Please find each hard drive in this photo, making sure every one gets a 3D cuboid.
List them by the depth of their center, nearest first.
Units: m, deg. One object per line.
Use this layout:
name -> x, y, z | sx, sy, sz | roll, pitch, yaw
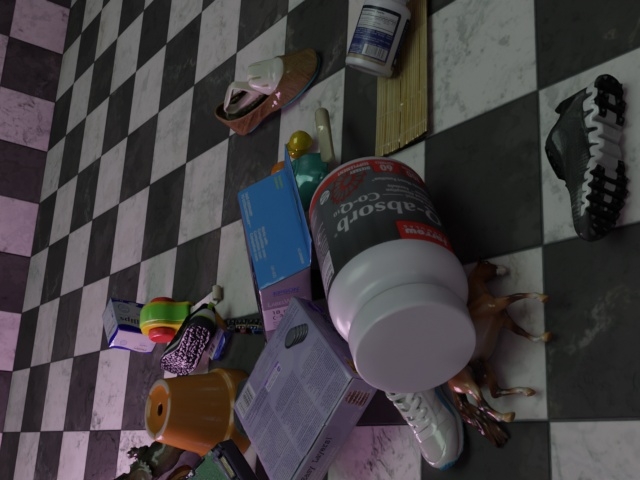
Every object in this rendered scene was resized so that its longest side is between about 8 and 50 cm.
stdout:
hard drive -> -0.222, 0.595, 1.571 | 0.237, 0.064, 0.339 | 51, 120, 24

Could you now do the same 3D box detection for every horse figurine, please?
horse figurine -> 0.246, 0.160, 1.133 | 0.174, 0.066, 0.263 | 15, 90, 54

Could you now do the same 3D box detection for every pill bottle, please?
pill bottle -> 0.106, 0.044, 1.192 | 0.210, 0.210, 0.363 | -56, 27, 27
pill bottle -> 0.115, -0.401, 1.466 | 0.094, 0.094, 0.169 | 27, 100, 55

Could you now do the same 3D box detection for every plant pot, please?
plant pot -> -0.270, 0.373, 1.691 | 0.205, 0.188, 0.205 | -25, 58, 49

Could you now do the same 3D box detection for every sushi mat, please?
sushi mat -> 0.155, -0.318, 1.480 | 0.151, 0.019, 0.317 | -21, 61, 51

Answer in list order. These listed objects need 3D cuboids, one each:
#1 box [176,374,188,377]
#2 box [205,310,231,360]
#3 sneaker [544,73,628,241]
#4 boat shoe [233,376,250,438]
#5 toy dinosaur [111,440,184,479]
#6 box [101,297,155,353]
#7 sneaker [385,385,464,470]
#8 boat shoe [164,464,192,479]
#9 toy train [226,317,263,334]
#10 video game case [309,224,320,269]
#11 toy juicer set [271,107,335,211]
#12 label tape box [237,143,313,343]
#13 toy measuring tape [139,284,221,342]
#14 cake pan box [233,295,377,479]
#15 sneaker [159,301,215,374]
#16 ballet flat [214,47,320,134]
box -> -0.345, 0.422, 1.923 | 0.116, 0.029, 0.162 | 23, 96, 55
box -> -0.255, 0.229, 1.867 | 0.136, 0.028, 0.081 | 40, 111, 51
sneaker -> 0.358, -0.105, 1.065 | 0.106, 0.078, 0.234 | -16, 61, 55
boat shoe -> -0.076, 0.335, 1.516 | 0.320, 0.103, 0.118 | -10, 68, 57
toy dinosaur -> -0.358, 0.480, 1.797 | 0.313, 0.121, 0.160 | -46, 18, -17
box -> -0.532, 0.238, 2.175 | 0.072, 0.126, 0.137 | -57, 39, 23
sneaker -> 0.149, 0.251, 1.216 | 0.087, 0.092, 0.229 | -48, 44, 33
boat shoe -> -0.363, 0.658, 1.798 | 0.324, 0.122, 0.120 | -54, 32, 15
toy train -> -0.170, 0.194, 1.756 | 0.158, 0.027, 0.036 | -9, 74, 54
video game case -> 0.000, 0.000, 1.596 | 0.087, 0.011, 0.122 | 0, 79, 56
toy juicer set -> -0.020, -0.154, 1.626 | 0.329, 0.089, 0.209 | -44, 32, 50
label tape box -> -0.085, 0.020, 1.479 | 0.334, 0.105, 0.241 | 88, 169, -52
toy measuring tape -> -0.378, 0.182, 1.984 | 0.330, 0.121, 0.121 | -34, 52, 45
cake pan box -> -0.036, 0.270, 1.328 | 0.267, 0.070, 0.246 | -62, 34, 14
sneaker -> -0.307, 0.235, 1.869 | 0.235, 0.084, 0.097 | -48, 20, 34
ballet flat -> -0.144, -0.357, 1.834 | 0.342, 0.124, 0.116 | -26, 58, 48
